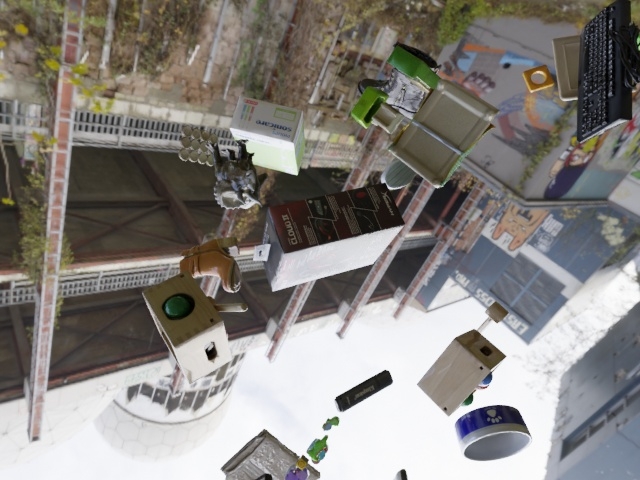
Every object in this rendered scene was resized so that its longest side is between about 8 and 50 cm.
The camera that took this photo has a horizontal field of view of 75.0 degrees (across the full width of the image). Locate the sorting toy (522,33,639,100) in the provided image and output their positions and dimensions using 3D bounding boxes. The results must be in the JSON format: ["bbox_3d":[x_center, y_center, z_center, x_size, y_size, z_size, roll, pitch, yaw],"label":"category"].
[{"bbox_3d":[0.726,-0.466,1.122,0.348,0.196,0.047,-4,167,11],"label":"sorting toy"}]

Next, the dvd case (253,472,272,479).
[{"bbox_3d":[-0.177,0.602,0.820,0.022,0.253,0.180,34,-154,-33],"label":"dvd case"}]

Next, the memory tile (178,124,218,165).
[{"bbox_3d":[-0.401,-0.311,1.376,0.012,0.113,0.148,9,-176,34],"label":"memory tile"}]

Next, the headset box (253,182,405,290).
[{"bbox_3d":[0.000,0.000,0.903,0.293,0.218,0.110,-14,-112,-18],"label":"headset box"}]

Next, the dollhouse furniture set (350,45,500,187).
[{"bbox_3d":[0.251,-0.273,0.969,0.301,0.197,0.151,46,-157,27],"label":"dollhouse furniture set"}]

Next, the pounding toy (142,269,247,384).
[{"bbox_3d":[-0.174,0.115,0.599,0.100,0.141,0.130,-28,-127,-27],"label":"pounding toy"}]

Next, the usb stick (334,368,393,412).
[{"bbox_3d":[0.185,0.629,1.747,0.278,0.077,0.045,-20,-172,-23],"label":"usb stick"}]

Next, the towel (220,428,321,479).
[{"bbox_3d":[-0.144,0.702,1.249,0.282,0.187,0.049,48,178,-23],"label":"towel"}]

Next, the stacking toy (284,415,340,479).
[{"bbox_3d":[-0.028,0.529,0.985,0.052,0.221,0.167,37,-178,11],"label":"stacking toy"}]

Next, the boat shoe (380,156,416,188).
[{"bbox_3d":[0.255,-0.222,1.300,0.226,0.083,0.076,-34,-162,-30],"label":"boat shoe"}]

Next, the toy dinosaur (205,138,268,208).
[{"bbox_3d":[-0.187,-0.136,0.958,0.121,0.160,0.313,-5,178,-2],"label":"toy dinosaur"}]

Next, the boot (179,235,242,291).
[{"bbox_3d":[-0.405,0.098,1.505,0.220,0.109,0.283,-14,-134,-2],"label":"boot"}]

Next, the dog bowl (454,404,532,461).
[{"bbox_3d":[0.655,0.740,1.597,0.265,0.265,0.104,15,-142,-18],"label":"dog bowl"}]

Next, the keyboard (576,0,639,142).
[{"bbox_3d":[0.364,-0.230,0.536,0.038,0.100,0.192,15,-107,-13],"label":"keyboard"}]

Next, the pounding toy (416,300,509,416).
[{"bbox_3d":[0.317,0.226,0.823,0.094,0.206,0.181,43,-157,29],"label":"pounding toy"}]

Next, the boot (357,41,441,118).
[{"bbox_3d":[0.226,-0.490,1.237,0.263,0.229,0.091,28,-107,18],"label":"boot"}]

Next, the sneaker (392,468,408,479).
[{"bbox_3d":[0.205,0.829,1.320,0.145,0.270,0.090,0,-153,6],"label":"sneaker"}]

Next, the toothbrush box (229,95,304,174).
[{"bbox_3d":[-0.167,-0.345,1.414,0.206,0.122,0.283,14,170,3],"label":"toothbrush box"}]
